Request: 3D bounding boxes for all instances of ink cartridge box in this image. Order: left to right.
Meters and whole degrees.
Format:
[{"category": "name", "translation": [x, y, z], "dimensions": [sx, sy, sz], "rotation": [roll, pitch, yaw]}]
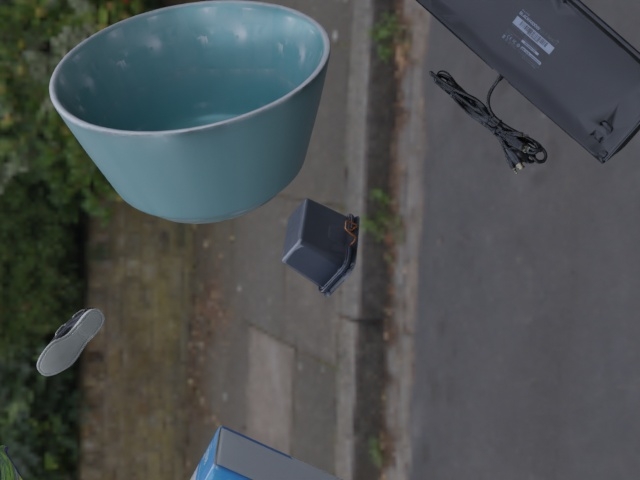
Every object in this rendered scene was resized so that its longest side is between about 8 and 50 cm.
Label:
[{"category": "ink cartridge box", "translation": [-0.118, 0.460, 1.774], "dimensions": [0.307, 0.223, 0.129], "rotation": [-62, 11, 16]}]

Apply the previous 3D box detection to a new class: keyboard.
[{"category": "keyboard", "translation": [0.224, -0.208, 1.404], "dimensions": [0.317, 0.033, 0.201], "rotation": [44, 120, 10]}]

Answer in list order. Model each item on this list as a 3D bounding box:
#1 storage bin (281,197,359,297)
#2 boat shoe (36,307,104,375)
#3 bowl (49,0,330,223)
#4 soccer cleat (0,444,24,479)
[{"category": "storage bin", "translation": [0.000, 0.000, 1.831], "dimensions": [0.098, 0.091, 0.135], "rotation": [-47, 23, 35]}, {"category": "boat shoe", "translation": [-0.368, 0.146, 1.777], "dimensions": [0.125, 0.046, 0.038], "rotation": [-51, 28, -22]}, {"category": "bowl", "translation": [-0.135, -0.133, 1.382], "dimensions": [0.311, 0.311, 0.163], "rotation": [-117, 16, -53]}, {"category": "soccer cleat", "translation": [-0.326, 0.356, 1.392], "dimensions": [0.093, 0.121, 0.289], "rotation": [-40, 78, 27]}]
